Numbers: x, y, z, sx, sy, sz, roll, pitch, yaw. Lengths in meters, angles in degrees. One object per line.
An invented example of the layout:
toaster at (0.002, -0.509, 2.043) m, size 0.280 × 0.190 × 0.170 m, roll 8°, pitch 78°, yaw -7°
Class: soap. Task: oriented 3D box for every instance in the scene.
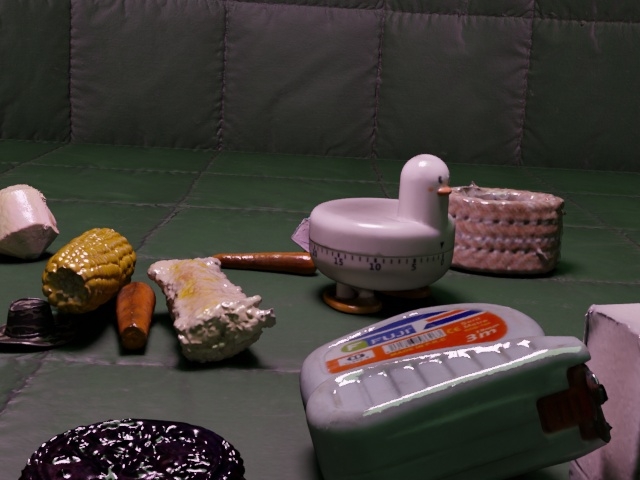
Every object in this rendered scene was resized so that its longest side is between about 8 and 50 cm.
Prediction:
soap at (0.274, 0.157, 0.781) m, size 0.063 × 0.183 × 0.121 m, roll 0°, pitch 13°, yaw -12°

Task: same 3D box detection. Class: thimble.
thimble at (0.327, -0.023, 1.664) m, size 0.229 × 0.148 × 0.196 m, roll 8°, pitch 14°, yaw 27°

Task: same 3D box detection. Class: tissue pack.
tissue pack at (-0.001, 0.001, 1.654) m, size 0.085 × 0.079 × 0.111 m, roll 37°, pitch 18°, yaw 4°

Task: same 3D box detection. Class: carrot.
carrot at (-0.247, 0.102, 1.198) m, size 0.055 × 0.055 × 0.161 m, roll 1°, pitch 19°, yaw -11°
carrot at (-0.097, 0.038, 1.555) m, size 0.190 × 0.037 × 0.037 m, roll 1°, pitch 13°, yaw 8°

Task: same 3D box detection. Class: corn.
corn at (-0.321, 0.040, 1.262) m, size 0.106 × 0.106 × 0.305 m, roll 2°, pitch 4°, yaw -5°

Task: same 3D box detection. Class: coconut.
coconut at (-0.513, -0.024, 1.544) m, size 0.116 × 0.122 × 0.116 m, roll -26°, pitch -10°, yaw -5°

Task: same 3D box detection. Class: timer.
timer at (0.098, -0.023, 1.396) m, size 0.233 × 0.240 × 0.233 m, roll 3°, pitch 13°, yaw -1°

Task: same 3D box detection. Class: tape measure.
tape measure at (0.109, 0.152, 0.833) m, size 0.243 × 0.125 × 0.246 m, roll -15°, pitch 12°, yaw -3°

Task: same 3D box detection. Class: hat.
hat at (-0.377, 0.103, 1.158) m, size 0.121 × 0.050 × 0.121 m, roll 2°, pitch 16°, yaw 0°

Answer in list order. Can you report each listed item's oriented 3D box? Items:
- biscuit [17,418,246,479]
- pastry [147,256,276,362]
biscuit at (-0.156, 0.206, 0.760) m, size 0.194 × 0.053 × 0.194 m, roll 2°, pitch 13°, yaw 0°
pastry at (-0.159, 0.086, 1.198) m, size 0.121 × 0.089 × 0.258 m, roll -5°, pitch 14°, yaw -22°
